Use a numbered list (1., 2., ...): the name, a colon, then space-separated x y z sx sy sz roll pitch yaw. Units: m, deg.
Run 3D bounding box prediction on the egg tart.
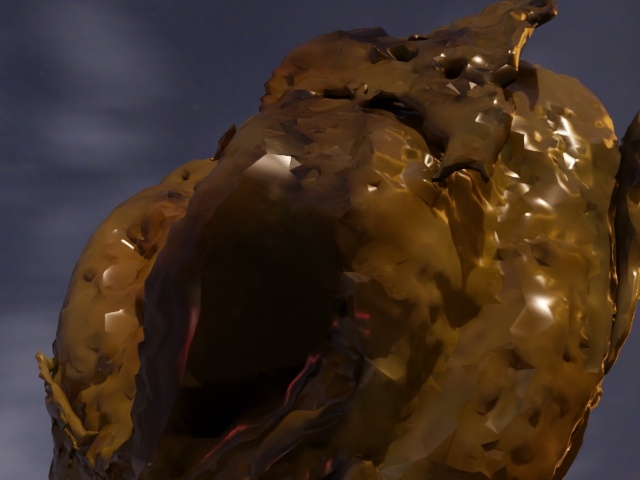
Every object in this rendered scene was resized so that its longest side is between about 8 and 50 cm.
1. egg tart: -0.014 0.014 0.534 0.132 0.297 0.297 44 -100 -28
